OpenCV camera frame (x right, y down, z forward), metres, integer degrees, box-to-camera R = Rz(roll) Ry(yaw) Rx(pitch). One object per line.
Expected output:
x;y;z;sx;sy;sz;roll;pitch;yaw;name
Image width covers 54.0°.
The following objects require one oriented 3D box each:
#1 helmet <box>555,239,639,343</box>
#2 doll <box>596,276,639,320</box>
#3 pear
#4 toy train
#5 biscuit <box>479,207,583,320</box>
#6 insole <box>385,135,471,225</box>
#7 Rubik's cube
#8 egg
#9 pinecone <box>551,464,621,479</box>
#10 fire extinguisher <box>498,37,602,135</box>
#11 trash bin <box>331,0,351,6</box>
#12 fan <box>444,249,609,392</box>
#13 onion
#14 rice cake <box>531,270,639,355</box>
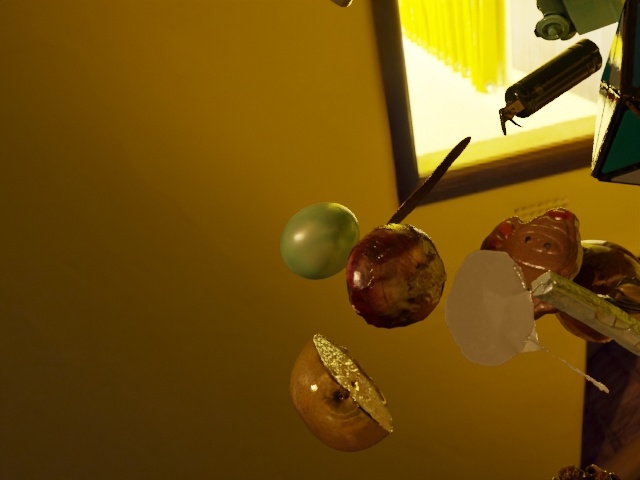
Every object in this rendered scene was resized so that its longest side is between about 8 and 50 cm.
0.940;0.147;2.040;0.230;0.385;0.337;-34;-155;53;helmet
0.801;0.157;1.549;0.249;0.127;0.088;12;164;-11;doll
0.034;0.450;1.773;0.191;0.340;0.386;-41;167;5;pear
0.521;-0.551;1.316;0.202;0.301;0.120;-12;-129;35;toy train
0.626;0.061;1.887;0.381;0.074;0.359;-57;-142;-1;biscuit
0.263;-0.134;1.560;0.007;0.328;0.111;48;-152;17;insole
0.622;-0.249;1.076;0.247;0.250;0.248;9;-116;16;Rubik's cube
0.000;0.000;1.884;0.270;0.220;0.220;-41;-167;34;egg
0.582;0.598;1.306;0.244;0.257;0.243;-5;-153;3;pinecone
0.571;-0.389;1.603;0.311;0.114;0.095;-32;178;-5;fire extinguisher
0.038;-0.574;1.304;0.116;0.130;0.059;35;-135;2;trash bin
0.288;0.130;0.902;0.010;0.182;0.310;5;-159;-32;fan
0.165;0.083;1.461;0.252;0.252;0.219;-30;-168;-27;onion
0.624;0.168;1.405;0.336;0.066;0.063;27;-133;-12;rice cake
